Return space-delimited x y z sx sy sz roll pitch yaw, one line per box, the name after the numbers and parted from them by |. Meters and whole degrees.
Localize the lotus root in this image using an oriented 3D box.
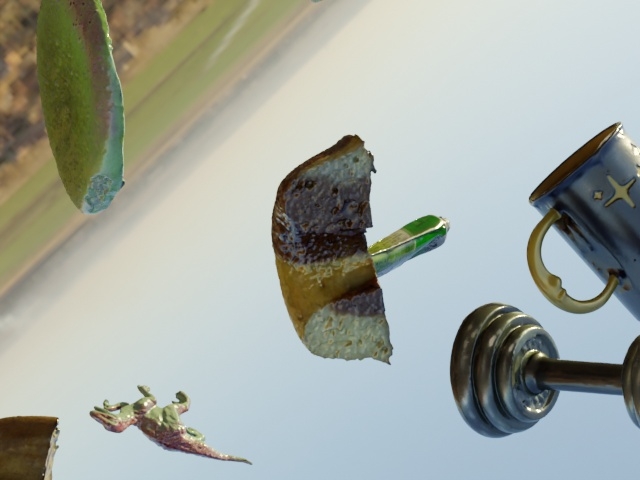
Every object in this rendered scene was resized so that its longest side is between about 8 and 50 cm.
-0.396 0.304 1.625 0.135 0.159 0.095 0 -150 3 | lotus root

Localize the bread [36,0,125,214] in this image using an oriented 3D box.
-0.293 -0.179 1.517 0.045 0.302 0.301 -9 170 -25 | bread

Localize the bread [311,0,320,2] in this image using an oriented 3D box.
0.011 -0.417 1.952 0.109 0.084 0.080 -20 169 21 | bread

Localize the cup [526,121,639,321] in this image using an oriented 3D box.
0.416 0.008 1.844 0.255 0.256 0.178 -41 -178 0 | cup

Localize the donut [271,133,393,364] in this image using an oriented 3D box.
0.000 0.000 1.476 0.112 0.295 0.151 -15 -149 -16 | donut

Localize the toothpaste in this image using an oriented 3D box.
0.102 0.014 1.705 0.248 0.047 0.078 -26 152 -49 | toothpaste

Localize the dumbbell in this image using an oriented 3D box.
0.329 0.167 1.556 0.406 0.179 0.179 0 -143 44 | dumbbell

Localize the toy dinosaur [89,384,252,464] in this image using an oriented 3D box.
-0.217 0.292 1.911 0.053 0.242 0.167 -55 180 21 | toy dinosaur
